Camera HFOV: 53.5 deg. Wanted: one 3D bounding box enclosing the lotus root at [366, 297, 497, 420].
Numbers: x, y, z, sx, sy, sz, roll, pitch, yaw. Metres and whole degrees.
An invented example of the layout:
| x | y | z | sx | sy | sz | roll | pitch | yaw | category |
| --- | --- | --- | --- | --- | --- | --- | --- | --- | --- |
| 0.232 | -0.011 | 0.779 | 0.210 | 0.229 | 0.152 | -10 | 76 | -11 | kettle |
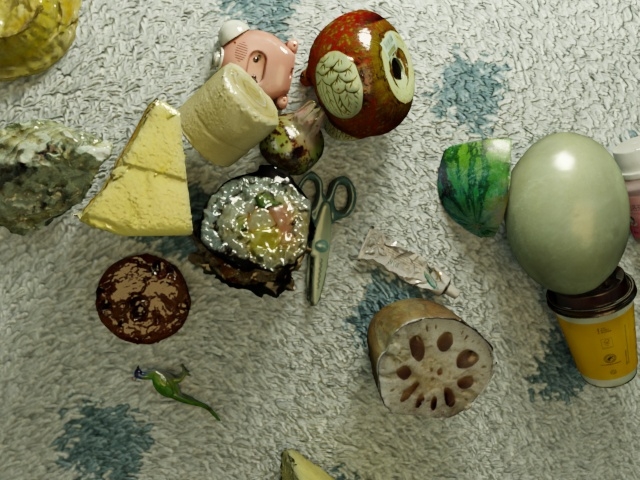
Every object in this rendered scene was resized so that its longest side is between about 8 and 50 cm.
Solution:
| x | y | z | sx | sy | sz | roll | pitch | yaw | category |
| --- | --- | --- | --- | --- | --- | --- | --- | --- | --- |
| 0.220 | 0.245 | 1.388 | 0.272 | 0.192 | 0.272 | -5 | 110 | -15 | lotus root |

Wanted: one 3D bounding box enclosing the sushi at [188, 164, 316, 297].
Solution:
| x | y | z | sx | sy | sz | roll | pitch | yaw | category |
| --- | --- | --- | --- | --- | --- | --- | --- | --- | --- |
| -0.129 | -0.004 | 1.264 | 0.238 | 0.218 | 0.225 | 36 | 64 | 17 | sushi |

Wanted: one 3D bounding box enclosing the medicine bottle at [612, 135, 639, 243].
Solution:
| x | y | z | sx | sy | sz | roll | pitch | yaw | category |
| --- | --- | --- | --- | --- | --- | --- | --- | --- | --- |
| 0.774 | -0.117 | 1.490 | 0.147 | 0.147 | 0.247 | -30 | 104 | -8 | medicine bottle |

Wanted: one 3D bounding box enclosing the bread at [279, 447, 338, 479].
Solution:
| x | y | z | sx | sy | sz | roll | pitch | yaw | category |
| --- | --- | --- | --- | --- | --- | --- | --- | --- | --- |
| 0.067 | 0.594 | 1.375 | 0.316 | 0.248 | 0.278 | -7 | 102 | -17 | bread |

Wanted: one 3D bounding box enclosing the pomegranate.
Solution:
| x | y | z | sx | sy | sz | roll | pitch | yaw | category |
| --- | --- | --- | --- | --- | --- | --- | --- | --- | --- |
| -0.053 | -0.212 | 1.265 | 0.138 | 0.126 | 0.163 | -28 | 139 | -48 | pomegranate |

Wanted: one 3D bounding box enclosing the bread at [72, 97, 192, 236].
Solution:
| x | y | z | sx | sy | sz | roll | pitch | yaw | category |
| --- | --- | --- | --- | --- | --- | --- | --- | --- | --- |
| -0.340 | -0.140 | 1.147 | 0.199 | 0.263 | 0.235 | -1 | 100 | -18 | bread |

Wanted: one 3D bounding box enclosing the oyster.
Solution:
| x | y | z | sx | sy | sz | roll | pitch | yaw | category |
| --- | --- | --- | --- | --- | --- | --- | --- | --- | --- |
| -0.525 | -0.126 | 1.168 | 0.198 | 0.112 | 0.267 | 38 | 105 | -16 | oyster |

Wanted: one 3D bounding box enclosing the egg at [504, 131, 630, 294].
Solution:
| x | y | z | sx | sy | sz | roll | pitch | yaw | category |
| --- | --- | --- | --- | --- | --- | --- | --- | --- | --- |
| 0.532 | -0.058 | 1.379 | 0.259 | 0.258 | 0.351 | 0 | 91 | -14 | egg |

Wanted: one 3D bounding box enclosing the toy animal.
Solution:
| x | y | z | sx | sy | sz | roll | pitch | yaw | category |
| --- | --- | --- | --- | --- | --- | --- | --- | --- | --- |
| -0.287 | 0.309 | 1.346 | 0.217 | 0.041 | 0.075 | 32 | 91 | -20 | toy animal |

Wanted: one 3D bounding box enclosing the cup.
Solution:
| x | y | z | sx | sy | sz | roll | pitch | yaw | category |
| --- | --- | --- | --- | --- | --- | --- | --- | --- | --- |
| 0.652 | 0.198 | 1.494 | 0.197 | 0.196 | 0.279 | -26 | 113 | -9 | cup |

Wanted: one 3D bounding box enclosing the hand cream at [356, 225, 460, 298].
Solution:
| x | y | z | sx | sy | sz | roll | pitch | yaw | category |
| --- | --- | --- | --- | --- | --- | --- | --- | --- | --- |
| 0.203 | 0.061 | 1.425 | 0.257 | 0.050 | 0.084 | 27 | 89 | -10 | hand cream |

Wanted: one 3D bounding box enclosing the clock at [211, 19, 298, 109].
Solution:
| x | y | z | sx | sy | sz | roll | pitch | yaw | category |
| --- | --- | --- | --- | --- | --- | --- | --- | --- | --- |
| -0.134 | -0.343 | 1.257 | 0.162 | 0.093 | 0.165 | 9 | 97 | -12 | clock |

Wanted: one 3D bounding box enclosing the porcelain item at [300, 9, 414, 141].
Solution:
| x | y | z | sx | sy | sz | roll | pitch | yaw | category |
| --- | --- | --- | --- | --- | --- | --- | --- | --- | --- |
| 0.060 | -0.323 | 1.269 | 0.253 | 0.253 | 0.252 | -2 | 99 | -14 | porcelain item |

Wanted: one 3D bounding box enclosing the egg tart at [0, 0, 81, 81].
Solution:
| x | y | z | sx | sy | sz | roll | pitch | yaw | category |
| --- | --- | --- | --- | --- | --- | --- | --- | --- | --- |
| -0.576 | -0.431 | 1.122 | 0.291 | 0.115 | 0.290 | -2 | 97 | -13 | egg tart |

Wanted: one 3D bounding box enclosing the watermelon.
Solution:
| x | y | z | sx | sy | sz | roll | pitch | yaw | category |
| --- | --- | --- | --- | --- | --- | --- | --- | --- | --- |
| 0.333 | -0.115 | 1.409 | 0.146 | 0.128 | 0.230 | 5 | 100 | 3 | watermelon |

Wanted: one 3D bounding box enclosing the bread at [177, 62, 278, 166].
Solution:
| x | y | z | sx | sy | sz | roll | pitch | yaw | category |
| --- | --- | --- | --- | --- | --- | --- | --- | --- | --- |
| -0.171 | -0.231 | 1.187 | 0.141 | 0.134 | 0.148 | -37 | 128 | 20 | bread |

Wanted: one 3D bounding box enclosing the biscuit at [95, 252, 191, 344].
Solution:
| x | y | z | sx | sy | sz | roll | pitch | yaw | category |
| --- | --- | --- | --- | --- | --- | --- | --- | --- | --- |
| -0.358 | 0.121 | 1.294 | 0.192 | 0.049 | 0.191 | -2 | 98 | -18 | biscuit |

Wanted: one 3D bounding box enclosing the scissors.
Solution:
| x | y | z | sx | sy | sz | roll | pitch | yaw | category |
| --- | --- | --- | --- | --- | --- | --- | --- | --- | --- |
| 0.000 | 0.000 | 1.367 | 0.138 | 0.041 | 0.288 | 5 | 97 | -22 | scissors |
